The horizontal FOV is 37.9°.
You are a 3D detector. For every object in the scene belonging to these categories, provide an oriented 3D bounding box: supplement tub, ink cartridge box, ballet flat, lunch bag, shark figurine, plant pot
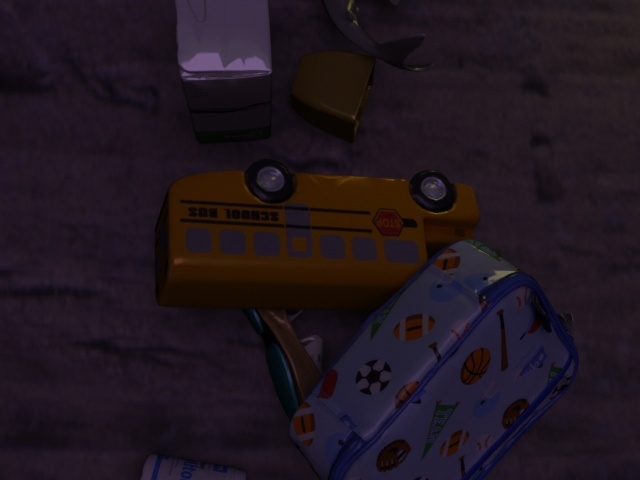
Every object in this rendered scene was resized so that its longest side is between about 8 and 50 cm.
[{"bbox_3d":[-0.136,0.267,0.981,0.107,0.071,0.071,10,80,-3],"label":"supplement tub"},{"bbox_3d":[-0.099,-0.210,0.988,0.093,0.219,0.160,-3,81,-5],"label":"ink cartridge box"},{"bbox_3d":[-0.036,0.099,1.015,0.073,0.080,0.232,-24,83,-19],"label":"ballet flat"},{"bbox_3d":[0.130,0.160,0.949,0.303,0.243,0.115,-44,43,-7],"label":"lunch bag"},{"bbox_3d":[0.037,-0.301,1.036,0.166,0.116,0.278,-3,56,2],"label":"shark figurine"},{"bbox_3d":[0.011,-0.170,1.063,0.083,0.081,0.081,17,80,4],"label":"plant pot"}]

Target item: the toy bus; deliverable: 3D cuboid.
[{"bbox_3d":[0.000,0.000,0.975,0.333,0.108,0.130,3,64,-17],"label":"toy bus"}]
